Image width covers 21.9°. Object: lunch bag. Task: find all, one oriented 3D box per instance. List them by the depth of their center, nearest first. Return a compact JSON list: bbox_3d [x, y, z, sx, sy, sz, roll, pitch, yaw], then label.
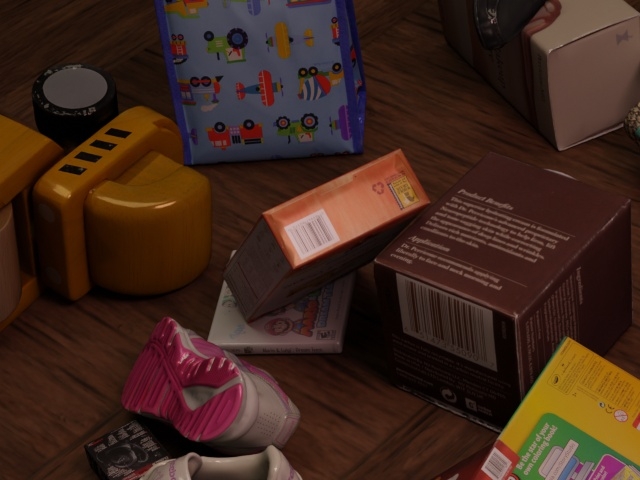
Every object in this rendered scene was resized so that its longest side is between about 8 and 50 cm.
[{"bbox_3d":[-0.072,-0.246,1.936,0.221,0.293,0.138,-4,39,7],"label":"lunch bag"}]

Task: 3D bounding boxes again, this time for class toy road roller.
[{"bbox_3d":[-0.264,-0.019,1.780,0.241,0.202,0.329,27,50,23],"label":"toy road roller"}]

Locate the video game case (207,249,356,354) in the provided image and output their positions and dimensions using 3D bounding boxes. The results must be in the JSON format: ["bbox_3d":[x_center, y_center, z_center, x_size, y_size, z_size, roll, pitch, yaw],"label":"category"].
[{"bbox_3d":[-0.038,0.063,1.764,0.143,0.019,0.157,-1,39,11],"label":"video game case"}]

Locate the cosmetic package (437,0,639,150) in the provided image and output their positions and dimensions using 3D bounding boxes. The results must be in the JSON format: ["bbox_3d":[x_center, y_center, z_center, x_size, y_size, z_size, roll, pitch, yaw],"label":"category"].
[{"bbox_3d":[0.260,-0.255,1.994,0.129,0.153,0.296,-23,39,-13],"label":"cosmetic package"}]

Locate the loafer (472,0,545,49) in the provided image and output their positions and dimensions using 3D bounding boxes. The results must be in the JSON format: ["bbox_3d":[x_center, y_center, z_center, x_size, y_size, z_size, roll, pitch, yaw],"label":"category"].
[{"bbox_3d":[0.231,-0.293,1.869,0.078,0.076,0.223,-3,38,30],"label":"loafer"}]

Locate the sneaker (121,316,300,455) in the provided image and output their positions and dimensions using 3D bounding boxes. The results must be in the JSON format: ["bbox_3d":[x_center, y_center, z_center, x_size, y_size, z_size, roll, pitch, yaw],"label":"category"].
[{"bbox_3d":[-0.108,0.155,1.612,0.103,0.111,0.252,-61,31,-1],"label":"sneaker"}]

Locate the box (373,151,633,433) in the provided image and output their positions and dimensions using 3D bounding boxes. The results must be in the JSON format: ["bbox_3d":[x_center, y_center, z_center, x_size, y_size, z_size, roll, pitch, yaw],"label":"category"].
[{"bbox_3d":[0.183,0.051,1.612,0.168,0.167,0.203,22,48,34],"label":"box"}]

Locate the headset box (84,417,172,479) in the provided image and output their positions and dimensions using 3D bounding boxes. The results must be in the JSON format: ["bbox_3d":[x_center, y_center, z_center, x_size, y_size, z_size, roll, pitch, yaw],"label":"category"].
[{"bbox_3d":[-0.181,0.217,1.592,0.062,0.032,0.083,-27,42,-21],"label":"headset box"}]

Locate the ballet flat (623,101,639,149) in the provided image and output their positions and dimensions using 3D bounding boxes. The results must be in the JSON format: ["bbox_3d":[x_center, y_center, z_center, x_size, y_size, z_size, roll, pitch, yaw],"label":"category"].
[{"bbox_3d":[0.491,-0.244,1.901,0.182,0.164,0.483,37,54,8],"label":"ballet flat"}]

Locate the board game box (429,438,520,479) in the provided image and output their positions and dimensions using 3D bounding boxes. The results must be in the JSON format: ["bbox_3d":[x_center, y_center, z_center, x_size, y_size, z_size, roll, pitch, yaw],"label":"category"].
[{"bbox_3d":[0.046,0.261,1.329,0.027,0.281,0.145,43,51,-4],"label":"board game box"}]

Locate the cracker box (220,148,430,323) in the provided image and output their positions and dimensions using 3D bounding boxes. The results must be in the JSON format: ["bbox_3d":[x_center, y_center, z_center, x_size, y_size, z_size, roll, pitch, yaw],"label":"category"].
[{"bbox_3d":[0.000,0.000,1.648,0.156,0.232,0.067,-26,83,-18],"label":"cracker box"}]

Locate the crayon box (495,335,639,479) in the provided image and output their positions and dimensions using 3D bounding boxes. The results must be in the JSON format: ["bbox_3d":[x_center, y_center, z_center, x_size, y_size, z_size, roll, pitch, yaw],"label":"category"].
[{"bbox_3d":[0.211,0.229,1.409,0.165,0.081,0.278,32,51,12],"label":"crayon box"}]

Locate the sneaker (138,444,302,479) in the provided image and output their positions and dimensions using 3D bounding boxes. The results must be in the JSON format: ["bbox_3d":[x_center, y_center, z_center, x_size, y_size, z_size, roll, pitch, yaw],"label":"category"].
[{"bbox_3d":[-0.158,0.250,1.451,0.305,0.152,0.114,-15,41,-4],"label":"sneaker"}]
